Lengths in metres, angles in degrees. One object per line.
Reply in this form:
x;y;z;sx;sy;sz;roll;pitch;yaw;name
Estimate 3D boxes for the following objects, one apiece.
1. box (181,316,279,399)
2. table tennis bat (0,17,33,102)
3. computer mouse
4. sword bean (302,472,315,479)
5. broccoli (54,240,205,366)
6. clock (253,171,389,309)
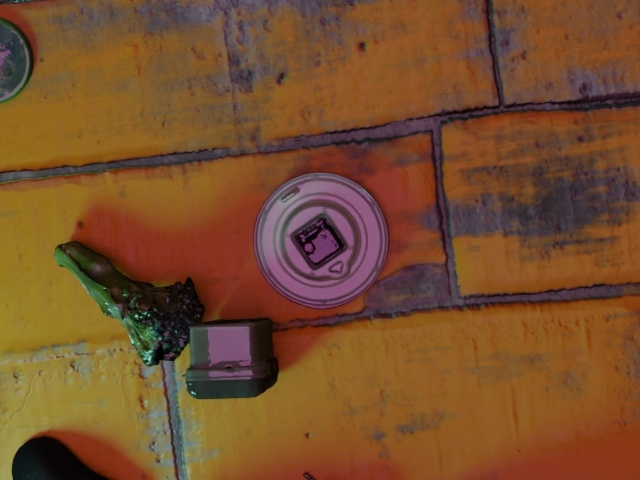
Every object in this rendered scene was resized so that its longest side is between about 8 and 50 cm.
-0.152;0.201;1.737;0.148;0.210;0.129;-3;88;6;box
-0.652;-0.333;1.828;0.257;0.039;0.160;6;94;3;table tennis bat
-0.470;0.481;1.863;0.264;0.088;0.147;30;100;0;computer mouse
0.003;0.453;1.841;0.083;0.012;0.012;35;98;0;sword bean
-0.352;0.089;1.798;0.304;0.145;0.165;31;137;12;broccoli
0.000;0.000;1.776;0.244;0.056;0.244;1;96;6;clock
